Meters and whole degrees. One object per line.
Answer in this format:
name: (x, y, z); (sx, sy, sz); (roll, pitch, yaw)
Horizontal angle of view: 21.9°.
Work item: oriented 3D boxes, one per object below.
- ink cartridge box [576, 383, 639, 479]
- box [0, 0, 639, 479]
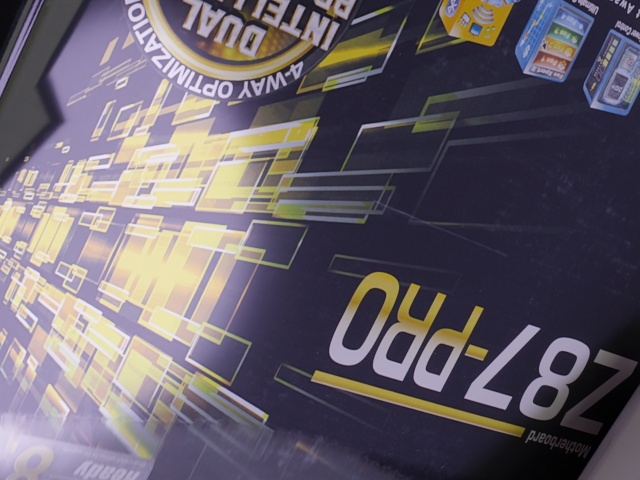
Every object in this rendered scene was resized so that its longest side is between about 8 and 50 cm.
ink cartridge box: (0.121, 0.298, 0.751); (0.395, 0.166, 0.285); (-52, 155, -20)
box: (0.000, 0.000, 0.678); (0.395, 0.097, 0.318); (21, 101, -42)
